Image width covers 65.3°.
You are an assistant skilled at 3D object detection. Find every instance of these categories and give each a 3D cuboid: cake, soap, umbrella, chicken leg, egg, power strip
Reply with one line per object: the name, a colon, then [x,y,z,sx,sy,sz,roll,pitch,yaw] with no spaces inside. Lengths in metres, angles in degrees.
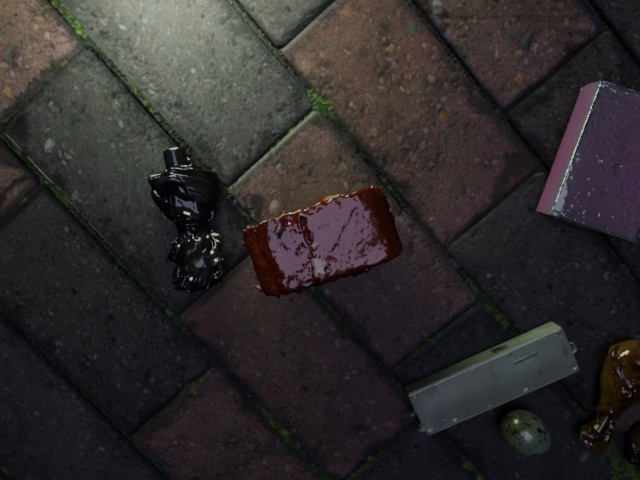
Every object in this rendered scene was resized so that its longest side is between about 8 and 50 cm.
cake: [0.000,0.000,0.908,0.282,0.177,0.151,-20,97,-3]
soap: [0.539,-0.142,0.933,0.181,0.081,0.260,16,99,-1]
umbrella: [-0.244,-0.039,0.940,0.121,0.110,0.273,-10,94,2]
chicken leg: [0.595,0.312,1.004,0.107,0.087,0.252,26,105,17]
egg: [0.415,0.388,1.007,0.110,0.085,0.085,30,97,-16]
power strip: [0.338,0.282,1.012,0.367,0.043,0.106,-24,97,3]

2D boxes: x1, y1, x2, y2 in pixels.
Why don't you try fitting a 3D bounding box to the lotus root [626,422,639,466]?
lotus root: [0.796,0.406,1.014,0.329,0.078,0.167,-14,96,2]
